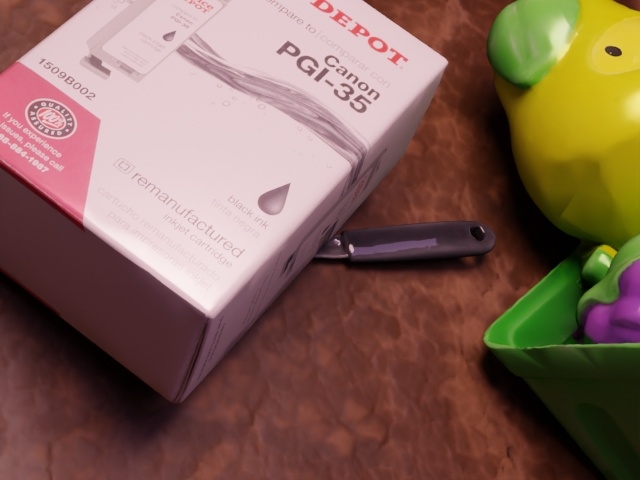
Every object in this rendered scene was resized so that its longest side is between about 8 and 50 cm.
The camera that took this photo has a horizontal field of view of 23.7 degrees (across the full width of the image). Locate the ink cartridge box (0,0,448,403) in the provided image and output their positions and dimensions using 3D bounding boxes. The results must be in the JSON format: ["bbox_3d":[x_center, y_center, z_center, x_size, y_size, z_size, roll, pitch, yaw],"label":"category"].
[{"bbox_3d":[-0.081,-0.068,1.000,0.207,0.117,0.283,36,53,8],"label":"ink cartridge box"}]

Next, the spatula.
[{"bbox_3d":[0.000,0.000,1.086,0.296,0.030,0.084,-1,59,-30],"label":"spatula"}]

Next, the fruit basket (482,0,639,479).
[{"bbox_3d":[0.284,-0.034,1.117,0.392,0.283,0.392,2,86,-37],"label":"fruit basket"}]
